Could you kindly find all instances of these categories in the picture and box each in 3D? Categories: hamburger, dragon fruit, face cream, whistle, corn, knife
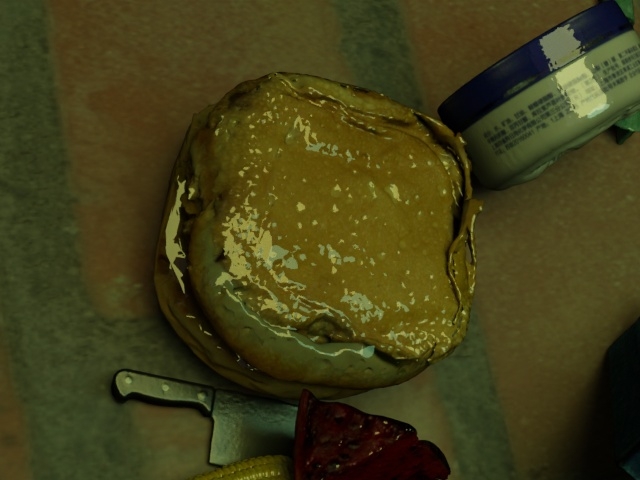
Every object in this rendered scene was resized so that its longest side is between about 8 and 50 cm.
[{"bbox_3d":[0.000,0.000,1.163,0.319,0.158,0.318,7,68,-18],"label":"hamburger"},{"bbox_3d":[0.055,0.186,1.126,0.192,0.122,0.092,32,23,-45],"label":"dragon fruit"},{"bbox_3d":[0.227,-0.136,1.273,0.206,0.206,0.111,-31,88,-27],"label":"face cream"},{"bbox_3d":[0.331,-0.197,1.430,0.039,0.039,0.186,9,68,-17],"label":"whistle"},{"bbox_3d":[-0.103,0.230,1.091,0.206,0.067,0.067,-12,76,-23],"label":"corn"},{"bbox_3d":[-0.070,0.168,1.154,0.245,0.019,0.072,15,67,-17],"label":"knife"}]

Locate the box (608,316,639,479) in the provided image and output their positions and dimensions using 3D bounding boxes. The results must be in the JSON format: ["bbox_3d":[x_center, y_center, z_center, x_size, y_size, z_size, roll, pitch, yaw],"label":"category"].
[{"bbox_3d":[0.393,0.197,1.184,0.261,0.116,0.279,40,20,-2],"label":"box"}]
